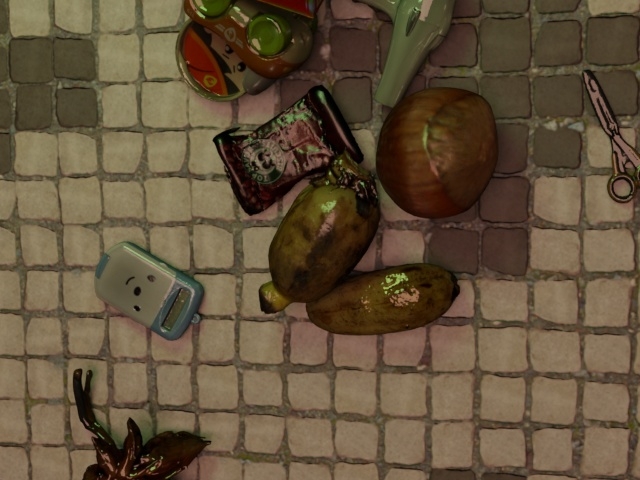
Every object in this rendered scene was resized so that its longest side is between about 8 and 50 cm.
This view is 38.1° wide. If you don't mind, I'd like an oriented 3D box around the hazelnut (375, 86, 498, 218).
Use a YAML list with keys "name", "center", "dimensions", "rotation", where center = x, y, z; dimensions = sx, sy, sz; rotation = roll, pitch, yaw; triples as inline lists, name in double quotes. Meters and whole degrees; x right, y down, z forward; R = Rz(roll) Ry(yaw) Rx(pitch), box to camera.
- name: "hazelnut"
  center: [0.179, -0.136, 1.454]
  dimensions: [0.214, 0.176, 0.214]
  rotation: [-18, 59, 32]

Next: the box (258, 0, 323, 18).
- name: "box"
  center: [-0.040, -0.506, 1.418]
  dimensions: [0.197, 0.089, 0.313]
  rotation: [20, 65, 10]

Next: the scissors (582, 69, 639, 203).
- name: "scissors"
  center: [0.464, -0.170, 1.467]
  dimensions: [0.088, 0.017, 0.220]
  rotation: [-24, 90, 14]

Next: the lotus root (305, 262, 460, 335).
- name: "lotus root"
  center: [0.102, 0.103, 1.531]
  dimensions: [0.258, 0.097, 0.110]
  rotation: [-14, 96, 16]

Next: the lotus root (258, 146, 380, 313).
- name: "lotus root"
  center: [0.000, 0.000, 1.503]
  dimensions: [0.141, 0.169, 0.314]
  rotation: [32, 110, -7]

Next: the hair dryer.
- name: "hair dryer"
  center: [0.083, -0.337, 1.510]
  dimensions: [0.267, 0.092, 0.229]
  rotation: [12, 105, 24]

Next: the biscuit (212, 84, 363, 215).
- name: "biscuit"
  center: [-0.057, -0.152, 1.550]
  dimensions: [0.235, 0.063, 0.151]
  rotation: [-25, 90, 16]

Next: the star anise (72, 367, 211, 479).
- name: "star anise"
  center: [-0.334, 0.370, 1.630]
  dimensions: [0.237, 0.148, 0.346]
  rotation: [-40, 84, -9]

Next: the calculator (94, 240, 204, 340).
- name: "calculator"
  center: [-0.302, 0.090, 1.640]
  dimensions: [0.210, 0.039, 0.121]
  rotation: [31, 103, 6]

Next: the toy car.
- name: "toy car"
  center: [-0.139, -0.324, 1.527]
  dimensions: [0.235, 0.145, 0.235]
  rotation: [9, 115, 20]
